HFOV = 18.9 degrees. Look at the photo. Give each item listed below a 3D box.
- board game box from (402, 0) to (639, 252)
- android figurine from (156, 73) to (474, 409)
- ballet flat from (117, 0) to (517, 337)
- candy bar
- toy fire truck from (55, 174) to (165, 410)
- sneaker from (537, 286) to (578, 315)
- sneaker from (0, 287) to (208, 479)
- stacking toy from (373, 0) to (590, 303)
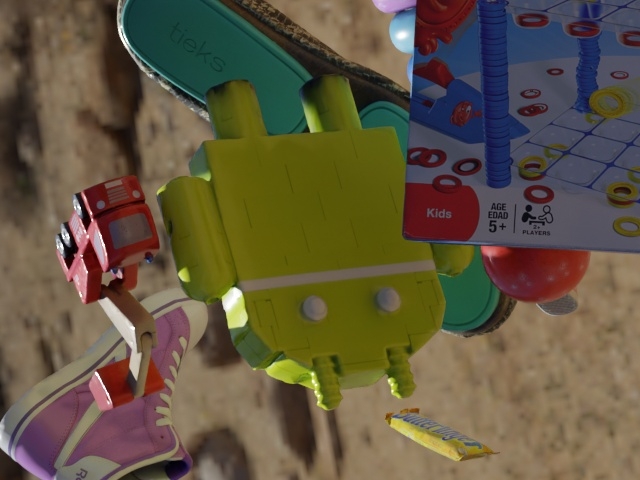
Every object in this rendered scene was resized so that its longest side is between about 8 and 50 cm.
[{"bbox_3d":[0.219,-0.141,1.320,0.086,0.308,0.302,6,-93,-74],"label":"board game box"},{"bbox_3d":[0.000,0.000,1.478,0.056,0.248,0.272,129,131,-56],"label":"android figurine"},{"bbox_3d":[0.021,-0.108,1.827,0.164,0.483,0.182,-53,-11,23],"label":"ballet flat"},{"bbox_3d":[0.110,0.183,1.799,0.161,0.040,0.018,-159,64,-63],"label":"candy bar"},{"bbox_3d":[-0.152,0.043,1.456,0.135,0.047,0.192,66,157,12],"label":"toy fire truck"},{"bbox_3d":[0.208,0.013,1.829,0.134,0.051,0.070,48,-145,-51],"label":"sneaker"},{"bbox_3d":[-0.167,0.165,1.891,0.161,0.282,0.102,31,136,19],"label":"sneaker"},{"bbox_3d":[0.135,-0.106,1.563,0.141,0.141,0.330,-169,62,-78],"label":"stacking toy"}]
